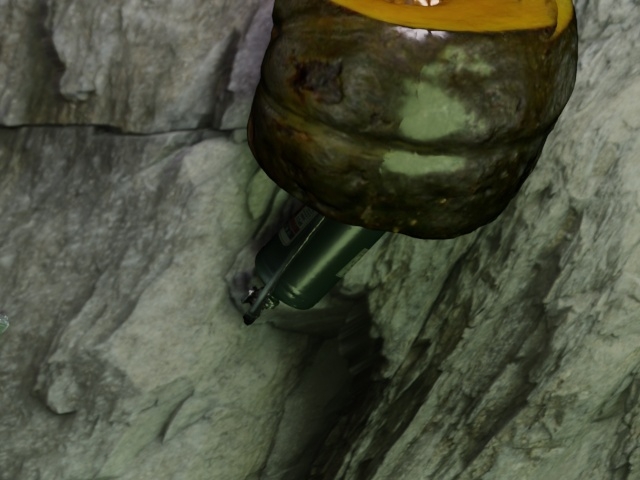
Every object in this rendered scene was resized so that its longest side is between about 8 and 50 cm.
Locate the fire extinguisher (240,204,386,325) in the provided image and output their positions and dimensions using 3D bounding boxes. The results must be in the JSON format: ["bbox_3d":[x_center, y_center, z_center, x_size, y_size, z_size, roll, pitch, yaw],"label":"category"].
[{"bbox_3d":[0.000,0.000,1.568,0.294,0.093,0.118,-46,178,15],"label":"fire extinguisher"}]

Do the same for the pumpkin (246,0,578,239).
[{"bbox_3d":[0.094,-0.145,1.371,0.303,0.256,0.225,-21,136,-36],"label":"pumpkin"}]

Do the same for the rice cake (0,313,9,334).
[{"bbox_3d":[-0.371,0.125,1.509,0.022,0.021,0.121,24,115,-32],"label":"rice cake"}]
